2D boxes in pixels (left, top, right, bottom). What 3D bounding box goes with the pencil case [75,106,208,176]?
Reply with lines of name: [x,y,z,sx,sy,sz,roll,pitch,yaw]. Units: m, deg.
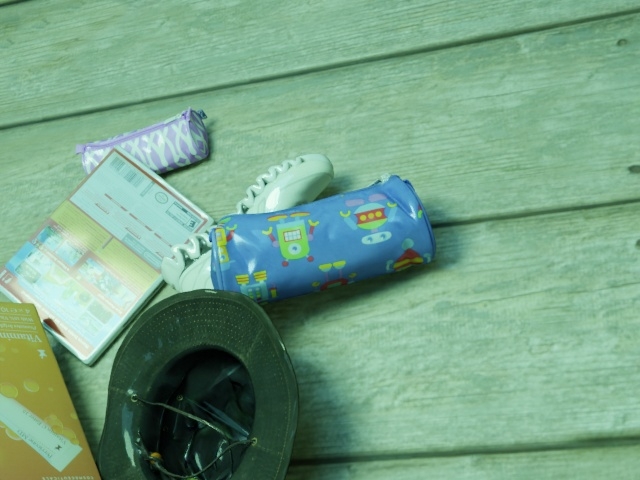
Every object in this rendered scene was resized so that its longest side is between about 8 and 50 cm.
pencil case: [-0.278,-0.145,1.671,0.206,0.088,0.086,-19,51,12]

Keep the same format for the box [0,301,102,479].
box: [-0.454,0.251,1.366,0.168,0.215,0.345,-53,50,26]

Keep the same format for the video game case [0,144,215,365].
video game case: [-0.326,0.018,1.577,0.204,0.025,0.285,38,77,12]

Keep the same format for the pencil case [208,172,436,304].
pencil case: [0.000,0.000,1.395,0.306,0.119,0.133,-15,83,-5]

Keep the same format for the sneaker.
sneaker: [-0.085,-0.006,1.499,0.292,0.110,0.118,-41,64,-1]

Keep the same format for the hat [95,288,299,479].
hat: [-0.129,0.233,1.332,0.331,0.134,0.331,-10,70,30]
